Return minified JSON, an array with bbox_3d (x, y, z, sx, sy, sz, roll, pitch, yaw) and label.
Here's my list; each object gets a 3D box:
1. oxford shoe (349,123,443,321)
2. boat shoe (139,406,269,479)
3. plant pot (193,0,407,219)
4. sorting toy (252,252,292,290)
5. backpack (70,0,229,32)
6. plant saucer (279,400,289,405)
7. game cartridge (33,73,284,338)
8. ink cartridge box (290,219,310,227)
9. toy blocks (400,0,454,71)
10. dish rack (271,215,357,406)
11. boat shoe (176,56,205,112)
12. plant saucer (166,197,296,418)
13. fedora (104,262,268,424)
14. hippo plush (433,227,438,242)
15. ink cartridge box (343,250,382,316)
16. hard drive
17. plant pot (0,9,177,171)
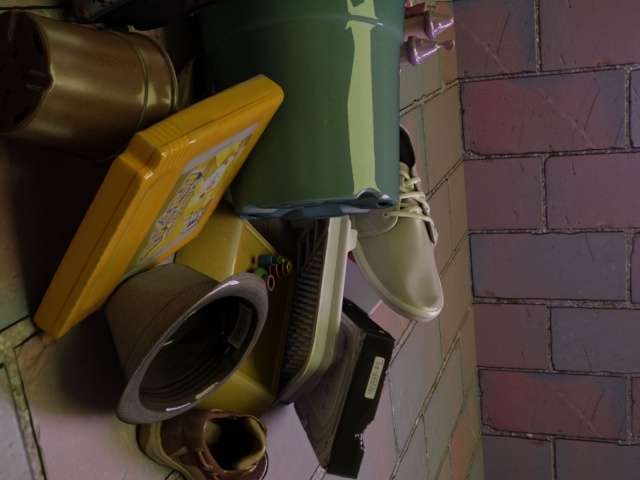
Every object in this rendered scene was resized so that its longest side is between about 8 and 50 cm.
[{"bbox_3d":[0.139,-0.057,1.409,0.169,0.130,0.450,12,49,-29],"label":"oxford shoe"},{"bbox_3d":[-0.140,0.324,1.161,0.342,0.123,0.123,57,38,-53],"label":"boat shoe"},{"bbox_3d":[-0.017,-0.208,1.154,0.341,0.341,0.334,3,81,-68],"label":"plant pot"},{"bbox_3d":[-0.076,0.052,1.228,0.102,0.042,0.061,-56,140,-55],"label":"sorting toy"},{"bbox_3d":[-0.212,-0.395,0.860,0.213,0.276,0.264,-1,87,-55],"label":"backpack"},{"bbox_3d":[-0.072,0.262,1.475,0.119,0.021,0.119,-1,90,-69],"label":"plant saucer"},{"bbox_3d":[-0.186,-0.051,0.921,0.285,0.052,0.324,-53,179,31],"label":"game cartridge"},{"bbox_3d":[-0.013,-0.165,1.528,0.172,0.100,0.237,-57,140,-55],"label":"ink cartridge box"},{"bbox_3d":[0.140,-0.397,1.471,0.289,0.260,0.309,-77,152,-46],"label":"toy blocks"},{"bbox_3d":[-0.011,0.117,1.342,0.285,0.072,0.333,126,-24,-57],"label":"dish rack"},{"bbox_3d":[-0.203,-0.228,1.124,0.135,0.045,0.050,-87,162,-48],"label":"boat shoe"},{"bbox_3d":[-0.132,0.119,1.250,0.333,0.080,0.333,51,43,-58],"label":"plant saucer"},{"bbox_3d":[-0.190,0.112,0.975,0.244,0.124,0.275,-54,159,6],"label":"fedora"},{"bbox_3d":[0.131,-0.017,1.832,0.294,0.234,0.236,44,8,-2],"label":"hippo plush"},{"bbox_3d":[0.091,0.069,1.577,0.273,0.114,0.197,-55,180,34],"label":"ink cartridge box"},{"bbox_3d":[0.030,0.240,1.329,0.339,0.064,0.237,-146,-109,-78],"label":"hard drive"},{"bbox_3d":[-0.272,-0.163,0.813,0.165,0.166,0.167,3,87,-60],"label":"plant pot"}]
